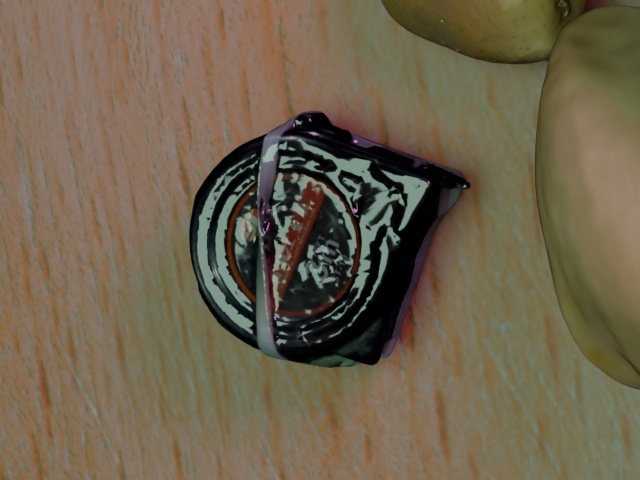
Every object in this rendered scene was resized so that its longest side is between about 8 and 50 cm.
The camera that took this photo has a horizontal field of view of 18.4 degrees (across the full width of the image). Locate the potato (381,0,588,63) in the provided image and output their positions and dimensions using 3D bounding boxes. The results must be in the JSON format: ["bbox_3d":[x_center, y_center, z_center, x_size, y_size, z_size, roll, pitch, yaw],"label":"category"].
[{"bbox_3d":[0.111,-0.191,1.410,0.178,0.118,0.109,26,64,35],"label":"potato"}]

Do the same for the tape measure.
[{"bbox_3d":[-0.004,-0.002,1.480,0.181,0.107,0.182,29,105,17],"label":"tape measure"}]

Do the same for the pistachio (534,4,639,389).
[{"bbox_3d":[0.251,-0.011,1.312,0.214,0.193,0.318,-29,79,20],"label":"pistachio"}]
